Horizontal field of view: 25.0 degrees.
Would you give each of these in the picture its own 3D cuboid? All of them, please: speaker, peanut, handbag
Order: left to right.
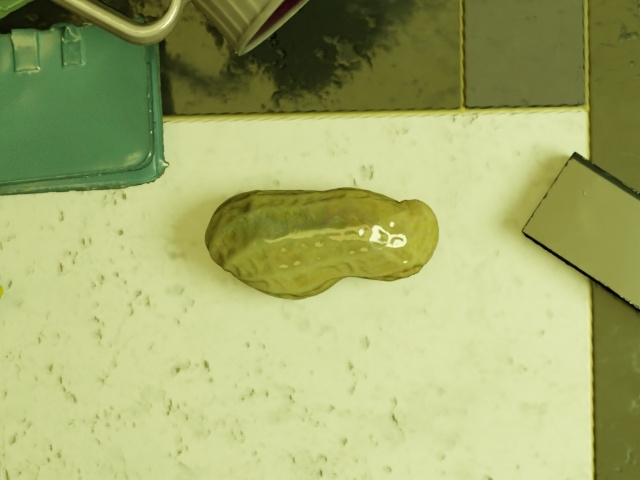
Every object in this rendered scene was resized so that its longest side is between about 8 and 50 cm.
[{"bbox_3d":[-0.246,-0.113,1.242,0.221,0.057,0.144,-4,83,7],"label":"handbag"},{"bbox_3d":[0.000,0.000,1.187,0.194,0.083,0.093,1,74,9],"label":"peanut"},{"bbox_3d":[0.276,0.020,1.171,0.218,0.044,0.082,33,92,7],"label":"speaker"}]

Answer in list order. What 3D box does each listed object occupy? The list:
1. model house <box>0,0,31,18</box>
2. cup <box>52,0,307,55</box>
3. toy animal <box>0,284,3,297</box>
[{"bbox_3d":[-0.297,-0.272,1.231,0.127,0.100,0.149,-27,87,5],"label":"model house"},{"bbox_3d":[-0.092,-0.290,1.140,0.273,0.208,0.288,45,111,-3],"label":"cup"},{"bbox_3d":[-0.395,0.014,1.219,0.156,0.156,0.230,-39,94,4],"label":"toy animal"}]
